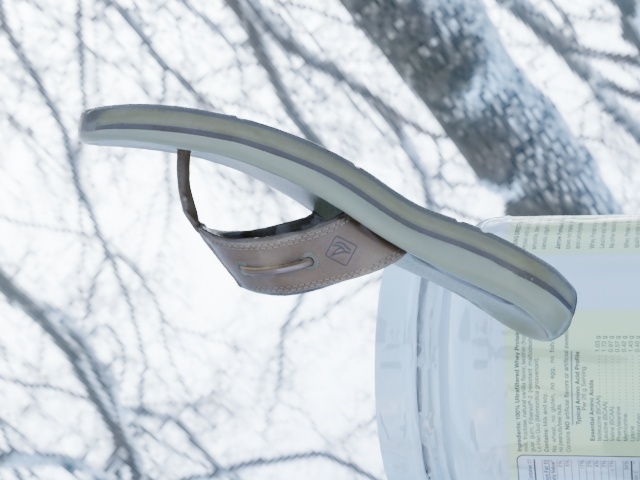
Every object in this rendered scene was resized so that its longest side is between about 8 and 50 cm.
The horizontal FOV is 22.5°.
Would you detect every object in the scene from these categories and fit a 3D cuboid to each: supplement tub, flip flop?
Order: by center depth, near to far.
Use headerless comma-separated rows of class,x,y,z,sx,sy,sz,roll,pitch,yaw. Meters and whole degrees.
flip flop,0.000,0.000,0.834,0.080,0.277,0.112,-64,-170,-2
supplement tub,0.218,0.095,1.196,0.325,0.235,0.235,-1,-127,14
